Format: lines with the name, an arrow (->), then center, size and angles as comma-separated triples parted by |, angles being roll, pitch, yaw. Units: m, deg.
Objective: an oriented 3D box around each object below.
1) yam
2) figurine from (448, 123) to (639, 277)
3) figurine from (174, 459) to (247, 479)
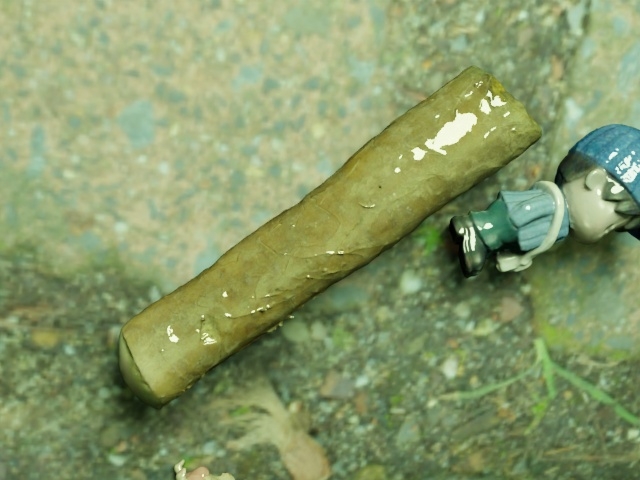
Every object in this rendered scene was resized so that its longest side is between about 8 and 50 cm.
yam -> 0.000, 0.000, 0.624 | 0.300, 0.066, 0.066 | -37, 117, 1
figurine -> 0.160, -0.021, 0.660 | 0.149, 0.086, 0.087 | -17, 76, 4
figurine -> -0.087, 0.204, 0.692 | 0.146, 0.081, 0.098 | 3, 68, -12
